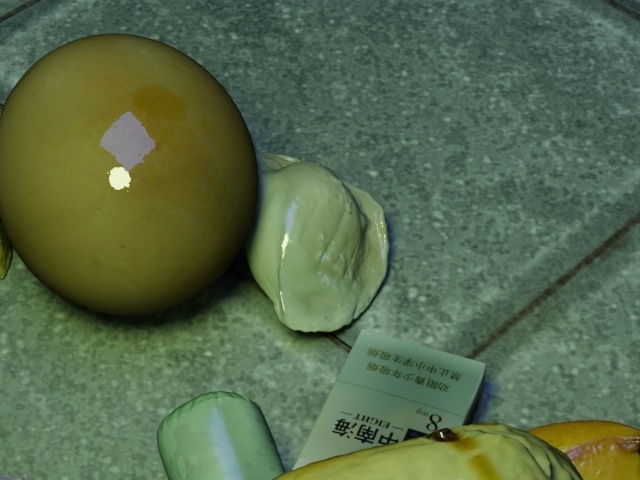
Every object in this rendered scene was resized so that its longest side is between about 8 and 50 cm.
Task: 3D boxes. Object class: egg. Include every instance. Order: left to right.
[{"bbox_3d":[-0.225,-0.082,2.176,0.301,0.301,0.374,-8,43,-10],"label":"egg"}]

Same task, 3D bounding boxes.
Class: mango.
[{"bbox_3d":[0.227,0.271,1.957,0.252,0.126,0.154,-18,58,-11],"label":"mango"}]

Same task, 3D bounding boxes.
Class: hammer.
[{"bbox_3d":[-0.193,0.291,1.928,0.335,0.119,0.206,-19,61,-8],"label":"hammer"}]

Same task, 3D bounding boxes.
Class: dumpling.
[{"bbox_3d":[0.000,0.000,2.236,0.179,0.131,0.252,11,48,-27],"label":"dumpling"}]

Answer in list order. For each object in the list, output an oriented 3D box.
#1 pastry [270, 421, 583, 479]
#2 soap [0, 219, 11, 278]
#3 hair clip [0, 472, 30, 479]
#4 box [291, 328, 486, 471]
[{"bbox_3d":[0.091,0.340,1.715,0.388,0.388,0.312,-11,81,-13],"label":"pastry"},{"bbox_3d":[-0.521,-0.058,2.296,0.315,0.091,0.199,4,45,3],"label":"soap"},{"bbox_3d":[-0.421,0.248,1.969,0.278,0.090,0.137,19,27,30],"label":"hair clip"},{"bbox_3d":[0.073,0.216,2.048,0.155,0.067,0.243,15,45,16],"label":"box"}]
